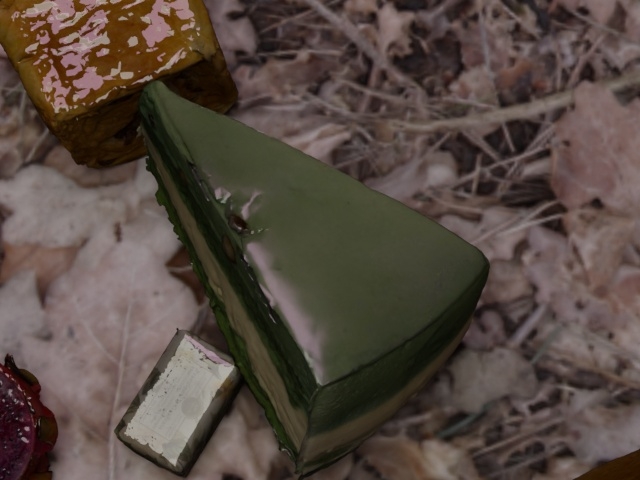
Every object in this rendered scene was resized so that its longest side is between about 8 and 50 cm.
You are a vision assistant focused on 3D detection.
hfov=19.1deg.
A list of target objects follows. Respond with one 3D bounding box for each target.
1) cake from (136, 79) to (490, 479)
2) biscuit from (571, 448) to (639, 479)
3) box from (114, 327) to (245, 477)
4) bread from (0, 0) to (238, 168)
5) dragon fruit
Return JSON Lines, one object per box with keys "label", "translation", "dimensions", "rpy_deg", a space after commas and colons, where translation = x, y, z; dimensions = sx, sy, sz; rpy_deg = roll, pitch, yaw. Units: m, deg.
{"label": "cake", "translation": [-0.004, -0.004, 1.368], "dimensions": [0.172, 0.158, 0.283], "rpy_deg": [-22, 65, -19]}
{"label": "biscuit", "translation": [0.276, 0.155, 1.253], "dimensions": [0.344, 0.287, 0.057], "rpy_deg": [-27, 92, 27]}
{"label": "box", "translation": [-0.103, 0.121, 1.407], "dimensions": [0.062, 0.045, 0.098], "rpy_deg": [27, 78, 12]}
{"label": "bread", "translation": [-0.156, -0.148, 1.443], "dimensions": [0.158, 0.149, 0.143], "rpy_deg": [-29, 75, -8]}
{"label": "dragon fruit", "translation": [-0.248, 0.139, 1.412], "dimensions": [0.112, 0.068, 0.126], "rpy_deg": [-33, 86, 13]}
